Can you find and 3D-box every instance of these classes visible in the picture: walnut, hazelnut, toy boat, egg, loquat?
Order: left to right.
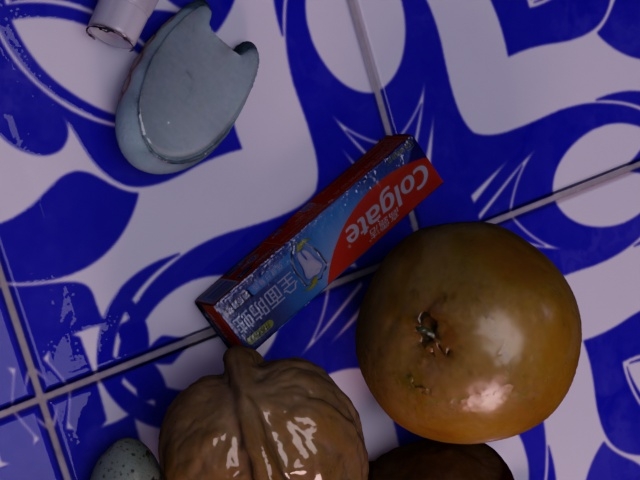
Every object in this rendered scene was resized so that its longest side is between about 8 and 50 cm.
[{"bbox_3d":[-0.213,0.272,1.894,0.085,0.085,0.110,-2,86,-26],"label":"egg"},{"bbox_3d":[-0.157,-0.164,1.917,0.134,0.079,0.208,40,65,-30],"label":"toy boat"},{"bbox_3d":[-0.062,0.235,1.868,0.224,0.257,0.257,-15,100,0],"label":"walnut"},{"bbox_3d":[0.130,0.316,2.036,0.201,0.160,0.170,-6,75,13],"label":"hazelnut"},{"bbox_3d":[0.169,0.108,1.971,0.263,0.263,0.263,-1,93,-26],"label":"loquat"}]

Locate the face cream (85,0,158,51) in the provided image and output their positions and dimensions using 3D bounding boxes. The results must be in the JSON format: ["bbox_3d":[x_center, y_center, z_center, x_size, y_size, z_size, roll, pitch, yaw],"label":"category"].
[{"bbox_3d":[-0.184,-0.324,1.898,0.092,0.058,0.244,27,75,-20],"label":"face cream"}]

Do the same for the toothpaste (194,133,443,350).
[{"bbox_3d":[0.000,0.001,1.995,0.320,0.066,0.076,-41,109,-17],"label":"toothpaste"}]
